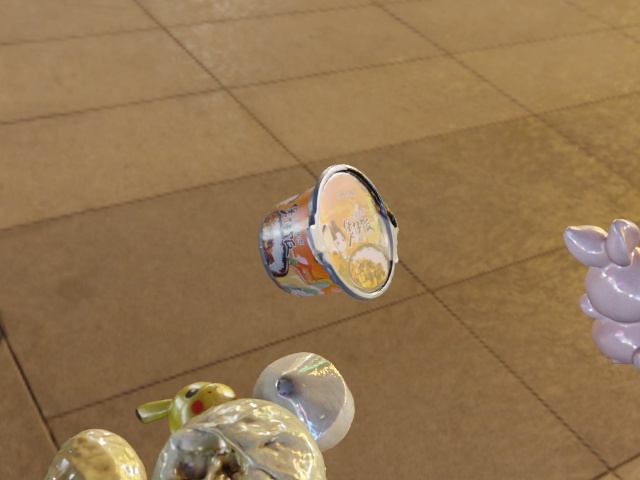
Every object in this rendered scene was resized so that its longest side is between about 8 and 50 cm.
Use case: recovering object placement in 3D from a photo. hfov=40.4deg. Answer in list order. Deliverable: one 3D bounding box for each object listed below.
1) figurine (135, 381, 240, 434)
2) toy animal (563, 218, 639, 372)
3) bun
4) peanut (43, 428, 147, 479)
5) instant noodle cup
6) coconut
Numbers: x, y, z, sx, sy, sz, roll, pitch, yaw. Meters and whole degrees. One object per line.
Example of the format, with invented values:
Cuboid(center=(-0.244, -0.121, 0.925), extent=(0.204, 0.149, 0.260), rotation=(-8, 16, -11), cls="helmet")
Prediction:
Cuboid(center=(-0.198, 0.393, 1.767), extent=(0.218, 0.169, 0.326), rotation=(0, 32, -46), cls="figurine")
Cuboid(center=(0.366, 0.045, 1.029), extent=(0.124, 0.213, 0.124), rotation=(-15, 28, 8), cls="toy animal")
Cuboid(center=(-0.100, 0.248, 0.879), extent=(0.127, 0.222, 0.222), rotation=(43, 24, -30), cls="bun")
Cuboid(center=(-0.256, 0.364, 1.073), extent=(0.149, 0.149, 0.313), rotation=(-14, 43, -30), cls="peanut")
Cuboid(center=(0.000, 0.000, 1.141), extent=(0.208, 0.125, 0.178), rotation=(15, 67, -52), cls="instant noodle cup")
Cuboid(center=(-0.037, 0.338, 1.823), extent=(0.202, 0.222, 0.202), rotation=(-6, 63, 13), cls="coconut")
